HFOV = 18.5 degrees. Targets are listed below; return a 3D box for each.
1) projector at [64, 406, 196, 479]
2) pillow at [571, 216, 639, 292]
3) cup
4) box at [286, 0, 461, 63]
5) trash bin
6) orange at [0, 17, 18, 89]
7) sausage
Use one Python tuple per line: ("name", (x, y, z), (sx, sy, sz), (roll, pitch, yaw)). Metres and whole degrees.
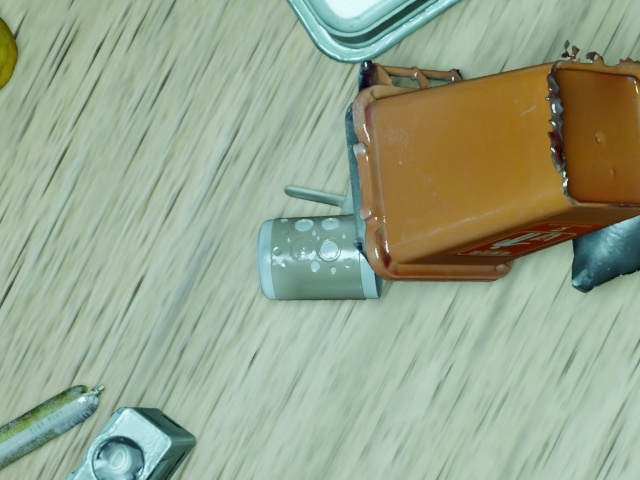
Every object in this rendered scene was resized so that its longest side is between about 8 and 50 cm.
("projector", (-0.176, 0.207, 1.629), (0.061, 0.115, 0.147), (36, 90, 7))
("pillow", (0.312, -0.068, 1.599), (0.250, 0.106, 0.186), (-11, 76, 5))
("cup", (-0.001, 0.000, 1.646), (0.099, 0.074, 0.102), (-2, 84, 7))
("box", (-0.003, -0.303, 1.588), (0.175, 0.182, 0.311), (-33, 94, 7))
("trash bin", (0.143, -0.074, 1.547), (0.239, 0.161, 0.184), (-17, 76, 49))
("orange", (-0.304, -0.163, 1.701), (0.083, 0.070, 0.083), (0, 97, -4))
("sausage", (-0.300, 0.193, 1.687), (0.269, 0.033, 0.032), (-30, 82, 4))
